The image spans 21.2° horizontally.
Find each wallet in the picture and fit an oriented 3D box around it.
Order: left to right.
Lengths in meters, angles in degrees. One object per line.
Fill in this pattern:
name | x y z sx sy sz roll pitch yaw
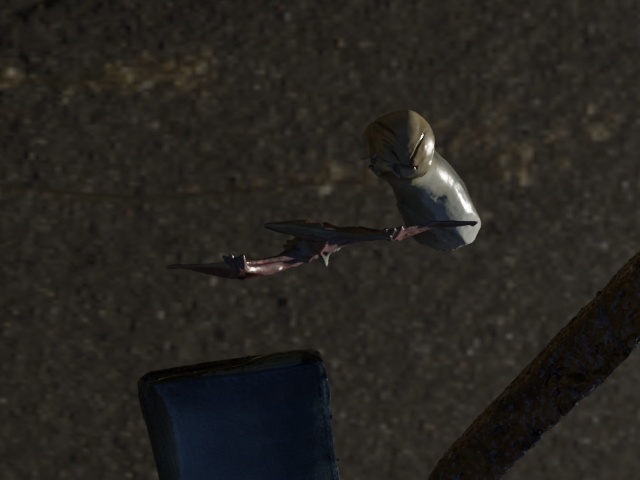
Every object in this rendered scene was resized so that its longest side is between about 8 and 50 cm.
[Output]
wallet | -0.065 0.285 1.750 0.190 0.046 0.379 -10 116 -1

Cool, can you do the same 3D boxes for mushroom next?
mushroom | 0.104 -0.067 1.805 0.223 0.081 0.092 55 17 -56

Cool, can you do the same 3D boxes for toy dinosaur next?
toy dinosaur | 0.000 0.001 1.194 0.108 0.220 0.032 48 31 -82

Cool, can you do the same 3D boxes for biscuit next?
biscuit | 0.130 0.078 0.953 0.034 0.199 0.064 42 35 5
